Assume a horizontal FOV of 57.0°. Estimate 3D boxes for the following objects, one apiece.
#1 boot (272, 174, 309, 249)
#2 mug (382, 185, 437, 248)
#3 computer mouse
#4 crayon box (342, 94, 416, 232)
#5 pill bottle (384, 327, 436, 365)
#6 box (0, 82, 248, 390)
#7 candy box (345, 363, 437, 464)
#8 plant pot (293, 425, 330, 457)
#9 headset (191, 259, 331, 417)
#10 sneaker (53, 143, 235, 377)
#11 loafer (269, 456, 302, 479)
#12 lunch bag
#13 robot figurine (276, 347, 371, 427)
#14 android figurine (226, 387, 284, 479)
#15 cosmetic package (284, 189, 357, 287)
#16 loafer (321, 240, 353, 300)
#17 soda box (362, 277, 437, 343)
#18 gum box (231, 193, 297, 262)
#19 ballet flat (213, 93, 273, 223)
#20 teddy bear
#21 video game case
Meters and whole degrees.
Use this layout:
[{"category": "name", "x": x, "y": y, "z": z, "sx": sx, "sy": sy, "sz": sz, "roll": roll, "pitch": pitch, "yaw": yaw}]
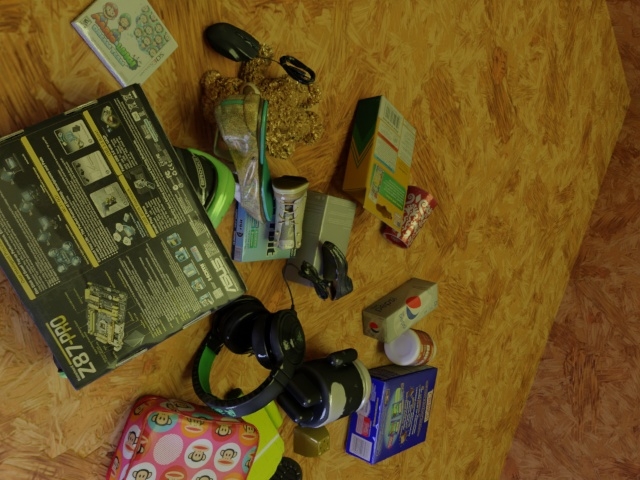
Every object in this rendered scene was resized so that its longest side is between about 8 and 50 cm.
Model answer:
[{"category": "boot", "x": -0.071, "y": -0.058, "z": 1.313, "sx": 0.213, "sy": 0.077, "sz": 0.165, "roll": -79, "pitch": 176, "yaw": -80}, {"category": "mug", "x": 0.253, "y": -0.076, "z": 1.802, "sx": 0.169, "sy": 0.150, "sz": 0.113, "roll": -60, "pitch": 173, "yaw": -13}, {"category": "computer mouse", "x": -0.119, "y": -0.388, "z": 1.218, "sx": 0.241, "sy": 0.041, "sz": 0.071, "roll": 18, "pitch": 56, "yaw": -14}, {"category": "crayon box", "x": 0.162, "y": -0.202, "z": 1.612, "sx": 0.203, "sy": 0.083, "sz": 0.323, "roll": 30, "pitch": 65, "yaw": -48}, {"category": "pill bottle", "x": 0.303, "y": 0.351, "z": 1.930, "sx": 0.216, "sy": 0.121, "sz": 0.121, "roll": 22, "pitch": 84, "yaw": -58}, {"category": "box", "x": -0.347, "y": -0.010, "z": 0.958, "sx": 0.318, "sy": 0.097, "sz": 0.395, "roll": -31, "pitch": 101, "yaw": -22}, {"category": "candy box", "x": 0.237, "y": 0.548, "z": 1.920, "sx": 0.317, "sy": 0.122, "sz": 0.269, "roll": 3, "pitch": 97, "yaw": -48}, {"category": "plant pot", "x": -0.018, "y": 0.564, "z": 1.663, "sx": 0.081, "sy": 0.083, "sz": 0.081, "roll": -15, "pitch": 111, "yaw": -47}, {"category": "headset", "x": -0.117, "y": 0.219, "z": 1.332, "sx": 0.394, "sy": 0.243, "sz": 0.185, "roll": -57, "pitch": 136, "yaw": -22}, {"category": "sneaker", "x": -0.354, "y": 0.029, "z": 1.101, "sx": 0.202, "sy": 0.185, "sz": 0.483, "roll": 35, "pitch": 74, "yaw": -20}, {"category": "loafer", "x": -0.170, "y": 0.737, "z": 1.533, "sx": 0.366, "sy": 0.133, "sz": 0.130, "roll": -58, "pitch": 173, "yaw": -23}, {"category": "lunch bag", "x": -0.293, "y": 0.486, "z": 1.261, "sx": 0.293, "sy": 0.120, "sz": 0.258, "roll": 25, "pitch": 80, "yaw": -33}, {"category": "robot figurine", "x": 0.014, "y": 0.400, "z": 1.591, "sx": 0.278, "sy": 0.209, "sz": 0.174, "roll": -3, "pitch": 73, "yaw": -48}, {"category": "android figurine", "x": -0.187, "y": 0.504, "z": 1.455, "sx": 0.248, "sy": 0.056, "sz": 0.273, "roll": -42, "pitch": 121, "yaw": -31}, {"category": "cosmetic package", "x": 0.000, "y": 0.000, "z": 1.517, "sx": 0.127, "sy": 0.107, "sz": 0.238, "roll": 12, "pitch": 94, "yaw": -49}, {"category": "loafer", "x": 0.033, "y": 0.078, "z": 1.455, "sx": 0.061, "sy": 0.062, "sz": 0.170, "roll": -38, "pitch": 125, "yaw": -26}, {"category": "soda box", "x": 0.259, "y": 0.216, "z": 1.871, "sx": 0.286, "sy": 0.098, "sz": 0.091, "roll": -25, "pitch": 118, "yaw": -42}, {"category": "gum box", "x": -0.125, "y": -0.032, "z": 1.408, "sx": 0.184, "sy": 0.041, "sz": 0.157, "roll": -3, "pitch": 102, "yaw": -49}, {"category": "ballet flat", "x": -0.158, "y": -0.161, "z": 1.207, "sx": 0.123, "sy": 0.123, "sz": 0.349, "roll": -49, "pitch": 160, "yaw": -28}, {"category": "teddy bear", "x": -0.103, "y": -0.300, "z": 1.309, "sx": 0.338, "sy": 0.113, "sz": 0.245, "roll": 16, "pitch": 86, "yaw": -50}, {"category": "video game case", "x": -0.350, "y": -0.375, "z": 1.074, "sx": 0.143, "sy": 0.019, "sz": 0.157, "roll": -56, "pitch": 135, "yaw": -23}]
